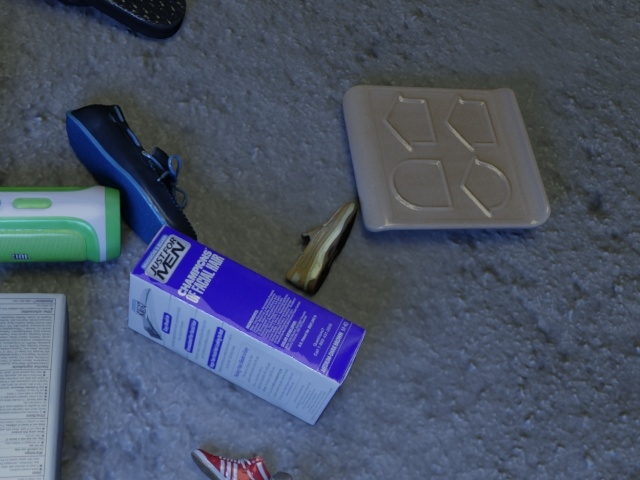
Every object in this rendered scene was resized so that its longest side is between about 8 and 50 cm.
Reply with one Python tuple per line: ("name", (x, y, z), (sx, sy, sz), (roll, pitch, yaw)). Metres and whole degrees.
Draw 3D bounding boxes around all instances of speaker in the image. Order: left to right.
("speaker", (-0.464, -0.024, 1.293), (0.296, 0.131, 0.131), (-1, 60, -14))

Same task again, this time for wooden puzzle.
("wooden puzzle", (0.228, -0.150, 1.576), (0.347, 0.080, 0.322), (-3, 60, -10))

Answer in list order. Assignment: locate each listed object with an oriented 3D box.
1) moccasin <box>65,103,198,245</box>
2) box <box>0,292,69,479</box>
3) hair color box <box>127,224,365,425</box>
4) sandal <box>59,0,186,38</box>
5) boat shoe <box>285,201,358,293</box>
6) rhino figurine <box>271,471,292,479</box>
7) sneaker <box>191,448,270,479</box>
("moccasin", (-0.296, -0.119, 1.388), (0.116, 0.138, 0.342), (-28, 71, -31))
("box", (-0.430, 0.236, 1.150), (0.147, 0.121, 0.311), (2, 59, -13))
("hair color box", (-0.119, 0.132, 1.253), (0.338, 0.185, 0.110), (26, 57, 2))
("sandal", (-0.479, -0.515, 1.610), (0.445, 0.107, 0.168), (31, 55, -10))
("boat shoe", (0.000, 0.000, 1.435), (0.072, 0.068, 0.190), (23, 57, 14))
("rhino figurine", (-0.121, 0.401, 1.145), (0.243, 0.106, 0.073), (-11, 31, -18))
("sneaker", (-0.128, 0.329, 1.217), (0.118, 0.042, 0.067), (39, 62, 1))
